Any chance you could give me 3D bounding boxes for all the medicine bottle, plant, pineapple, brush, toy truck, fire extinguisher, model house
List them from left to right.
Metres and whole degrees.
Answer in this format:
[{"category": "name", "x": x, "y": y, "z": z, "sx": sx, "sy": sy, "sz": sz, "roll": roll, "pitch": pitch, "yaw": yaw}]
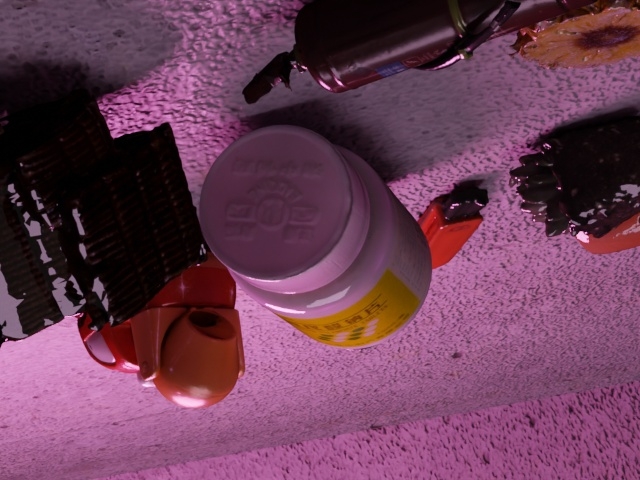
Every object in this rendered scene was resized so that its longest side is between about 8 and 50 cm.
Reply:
[{"category": "model house", "x": -0.284, "y": -0.052, "z": 1.734, "sx": 0.282, "sy": 0.317, "sz": 0.297, "roll": -23, "pitch": -151, "yaw": -9}, {"category": "toy truck", "x": -0.212, "y": 0.126, "z": 2.225, "sx": 0.189, "sy": 0.239, "sz": 0.265, "roll": 3, "pitch": 159, "yaw": -37}, {"category": "medicine bottle", "x": 0.000, "y": 0.000, "z": 1.999, "sx": 0.214, "sy": 0.213, "sz": 0.379, "roll": -15, "pitch": 162, "yaw": 12}, {"category": "fire extinguisher", "x": 0.087, "y": -0.205, "z": 1.549, "sx": 0.341, "sy": 0.105, "sz": 0.141, "roll": -19, "pitch": -164, "yaw": 22}, {"category": "brush", "x": 0.169, "y": -0.009, "z": 2.359, "sx": 0.070, "sy": 0.051, "sz": 0.323, "roll": -12, "pitch": 161, "yaw": -18}, {"category": "plant", "x": 0.343, "y": -0.074, "z": 2.106, "sx": 0.194, "sy": 0.132, "sz": 0.129, "roll": -23, "pitch": 157, "yaw": 22}, {"category": "pineapple", "x": 0.297, "y": -0.228, "z": 1.730, "sx": 0.221, "sy": 0.047, "sz": 0.221, "roll": -8, "pitch": 163, "yaw": -3}]

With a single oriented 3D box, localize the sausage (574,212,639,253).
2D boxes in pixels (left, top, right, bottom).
[{"category": "sausage", "x": 0.483, "y": -0.072, "z": 2.216, "sx": 0.304, "sy": 0.121, "sz": 0.121, "roll": -19, "pitch": 161, "yaw": 28}]
